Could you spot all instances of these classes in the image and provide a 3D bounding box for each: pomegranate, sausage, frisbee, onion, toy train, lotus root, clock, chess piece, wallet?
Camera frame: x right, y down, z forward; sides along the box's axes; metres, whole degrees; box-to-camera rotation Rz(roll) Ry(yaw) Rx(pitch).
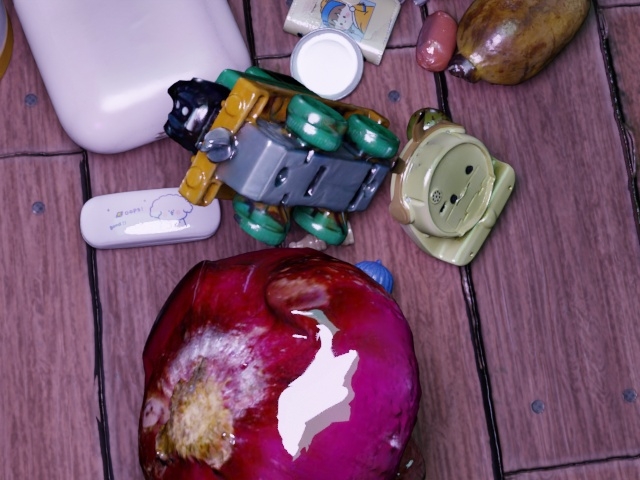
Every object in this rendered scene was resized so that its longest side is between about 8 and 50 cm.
[{"bbox_3d":[0.162,-0.160,1.809,0.073,0.084,0.073,1,86,-18],"label":"pomegranate"},{"bbox_3d":[0.172,-0.296,1.862,0.054,0.059,0.094,32,67,-36],"label":"sausage"},{"bbox_3d":[0.009,-0.259,1.849,0.110,0.014,0.110,0,93,3],"label":"frisbee"},{"bbox_3d":[-0.003,0.209,1.588,0.420,0.398,0.398,21,69,-36],"label":"onion"},{"bbox_3d":[-0.059,-0.133,1.654,0.249,0.429,0.178,39,107,26],"label":"toy train"},{"bbox_3d":[0.287,-0.312,1.840,0.260,0.128,0.145,-38,71,-20],"label":"lotus root"},{"bbox_3d":[0.166,-0.082,1.720,0.069,0.232,0.170,21,77,45],"label":"clock"},{"bbox_3d":[0.000,0.000,1.781,0.092,0.035,0.035,-16,75,-4],"label":"chess piece"},{"bbox_3d":[0.034,-0.338,1.877,0.155,0.039,0.110,20,75,1],"label":"wallet"}]

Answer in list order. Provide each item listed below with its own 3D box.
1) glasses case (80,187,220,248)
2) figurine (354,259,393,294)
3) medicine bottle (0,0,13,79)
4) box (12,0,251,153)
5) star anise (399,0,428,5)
[{"bbox_3d":[-0.239,-0.032,1.764,0.197,0.049,0.076,-5,74,-5],"label":"glasses case"},{"bbox_3d":[0.066,0.095,1.736,0.077,0.079,0.136,12,62,-44],"label":"figurine"},{"bbox_3d":[-0.564,-0.319,1.732,0.237,0.232,0.238,1,74,-3],"label":"medicine bottle"},{"bbox_3d":[-0.273,-0.309,1.796,0.288,0.141,0.349,-21,77,-8],"label":"box"},{"bbox_3d":[0.171,-0.438,1.906,0.195,0.065,0.182,-2,69,0],"label":"star anise"}]
